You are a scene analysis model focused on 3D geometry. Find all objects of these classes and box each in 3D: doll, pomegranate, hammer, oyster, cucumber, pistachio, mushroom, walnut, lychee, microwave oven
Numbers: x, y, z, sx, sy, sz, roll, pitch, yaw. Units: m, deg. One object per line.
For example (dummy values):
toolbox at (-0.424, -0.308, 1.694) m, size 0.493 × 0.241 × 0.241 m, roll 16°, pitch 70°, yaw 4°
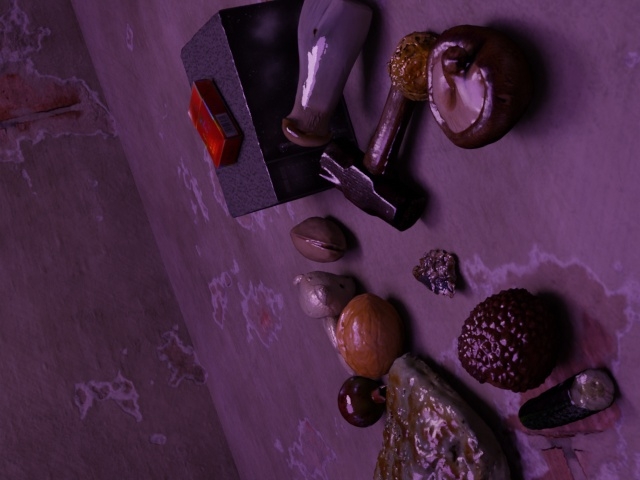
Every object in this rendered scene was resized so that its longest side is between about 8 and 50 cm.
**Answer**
doll at (0.050, 0.194, 2.124) m, size 0.175 × 0.149 × 0.278 m, roll 16°, pitch 135°, yaw 60°
pomegranate at (0.114, 0.404, 2.132) m, size 0.159 × 0.129 × 0.129 m, roll 6°, pitch 111°, yaw 52°
hammer at (0.137, -0.228, 1.696) m, size 0.242 × 0.095 × 0.409 m, roll 41°, pitch 136°, yaw 26°
oyster at (0.231, 0.071, 1.774) m, size 0.148 × 0.051 × 0.103 m, roll 165°, pitch 94°, yaw -74°
cucumber at (0.424, 0.292, 1.519) m, size 0.074 × 0.074 × 0.241 m, roll 64°, pitch 154°, yaw 16°
pistachio at (0.000, 0.000, 2.099) m, size 0.185 × 0.126 × 0.108 m, roll 21°, pitch 93°, yaw 52°
mushroom at (0.266, -0.256, 1.427) m, size 0.231 × 0.138 × 0.194 m, roll -121°, pitch 14°, yaw -48°
mushroom at (0.003, -0.357, 1.766) m, size 0.159 × 0.122 × 0.329 m, roll 43°, pitch 121°, yaw 55°
walnut at (0.115, 0.219, 1.977) m, size 0.159 × 0.159 × 0.207 m, roll 28°, pitch 131°, yaw 54°
lychee at (0.332, 0.172, 1.515) m, size 0.188 × 0.188 × 0.188 m, roll 41°, pitch 140°, yaw 46°
microwave oven at (-0.123, -0.301, 2.013) m, size 0.374 × 0.236 × 0.432 m, roll -13°, pitch 94°, yaw 65°

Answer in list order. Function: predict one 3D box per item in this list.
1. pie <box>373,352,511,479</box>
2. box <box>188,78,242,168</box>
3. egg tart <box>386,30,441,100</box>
pie at (0.249, 0.474, 1.859) m, size 0.395 × 0.180 × 0.418 m, roll 21°, pitch 118°, yaw 58°
box at (-0.241, -0.263, 1.938) m, size 0.175 × 0.048 × 0.112 m, roll 60°, pitch 152°, yaw 23°
egg tart at (0.181, -0.310, 1.547) m, size 0.052 × 0.130 × 0.130 m, roll -77°, pitch -13°, yaw -60°
